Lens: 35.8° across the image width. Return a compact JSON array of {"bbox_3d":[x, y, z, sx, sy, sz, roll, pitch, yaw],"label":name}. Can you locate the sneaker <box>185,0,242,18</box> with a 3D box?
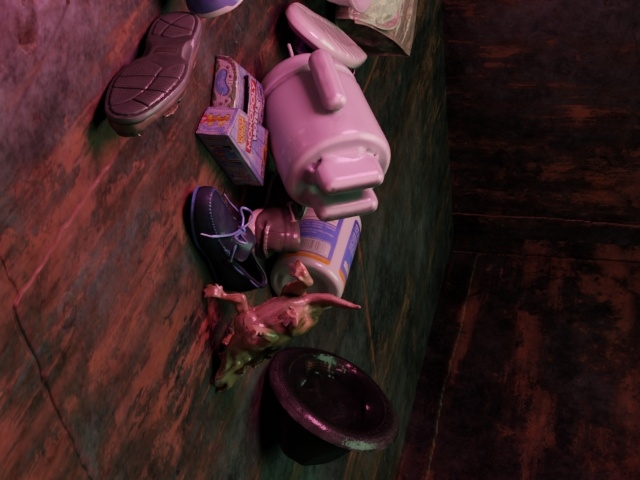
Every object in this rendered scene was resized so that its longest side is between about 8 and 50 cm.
[{"bbox_3d":[-0.155,-0.498,1.432,0.182,0.127,0.315,62,31,-54],"label":"sneaker"}]

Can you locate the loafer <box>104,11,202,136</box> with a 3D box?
[{"bbox_3d":[-0.216,-0.215,1.360,0.267,0.096,0.084,-73,165,-46],"label":"loafer"}]

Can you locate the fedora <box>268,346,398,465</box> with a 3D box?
[{"bbox_3d":[0.003,0.368,2.059,0.152,0.334,0.334,-59,173,20],"label":"fedora"}]

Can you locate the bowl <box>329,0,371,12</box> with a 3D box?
[{"bbox_3d":[0.026,-0.622,2.047,0.298,0.134,0.298,4,90,-75],"label":"bowl"}]

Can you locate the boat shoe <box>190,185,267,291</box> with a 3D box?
[{"bbox_3d":[-0.145,-0.006,1.653,0.258,0.089,0.109,68,30,-58],"label":"boat shoe"}]

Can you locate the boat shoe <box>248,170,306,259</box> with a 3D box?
[{"bbox_3d":[-0.063,-0.046,1.865,0.335,0.095,0.112,-70,164,-68],"label":"boat shoe"}]

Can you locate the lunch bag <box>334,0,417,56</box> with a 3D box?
[{"bbox_3d":[0.130,-0.596,2.376,0.287,0.169,0.235,19,78,-66],"label":"lunch bag"}]

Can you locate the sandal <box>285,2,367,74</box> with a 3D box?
[{"bbox_3d":[0.009,-0.395,2.082,0.102,0.169,0.416,-48,171,14],"label":"sandal"}]

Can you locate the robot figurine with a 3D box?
[{"bbox_3d":[0.000,-0.200,1.801,0.300,0.200,0.353,104,-29,-48],"label":"robot figurine"}]

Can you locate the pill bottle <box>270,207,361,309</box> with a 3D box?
[{"bbox_3d":[0.000,0.000,2.060,0.152,0.152,0.272,78,21,-43],"label":"pill bottle"}]

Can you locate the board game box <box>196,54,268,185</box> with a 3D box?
[{"bbox_3d":[-0.143,-0.205,1.673,0.194,0.060,0.194,27,67,-74],"label":"board game box"}]

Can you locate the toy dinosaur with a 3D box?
[{"bbox_3d":[-0.072,0.141,1.705,0.200,0.296,0.127,61,11,-60],"label":"toy dinosaur"}]
